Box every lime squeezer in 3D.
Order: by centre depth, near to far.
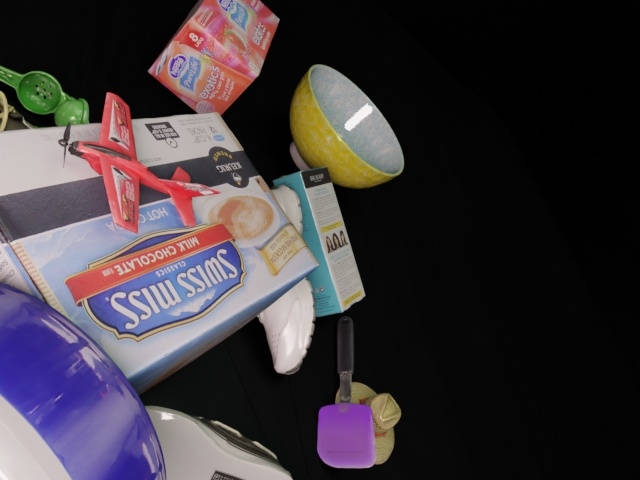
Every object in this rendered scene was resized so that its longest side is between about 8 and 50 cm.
[{"bbox_3d":[-0.349,-0.178,0.778,0.310,0.059,0.110,36,-2,8],"label":"lime squeezer"}]

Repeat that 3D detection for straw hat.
[{"bbox_3d":[0.093,0.275,0.961,0.144,0.061,0.145,36,34,-29],"label":"straw hat"}]

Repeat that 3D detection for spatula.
[{"bbox_3d":[0.039,0.223,0.956,0.296,0.084,0.030,-88,175,-57],"label":"spatula"}]

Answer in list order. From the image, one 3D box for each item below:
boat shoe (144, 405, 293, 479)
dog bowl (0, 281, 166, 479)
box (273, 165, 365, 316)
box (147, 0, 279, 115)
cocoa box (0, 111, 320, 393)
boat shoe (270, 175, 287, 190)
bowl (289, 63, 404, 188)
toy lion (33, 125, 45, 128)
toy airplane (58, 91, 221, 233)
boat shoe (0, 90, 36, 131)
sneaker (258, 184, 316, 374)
[{"bbox_3d":[-0.129,0.243,0.683,0.219,0.078,0.070,36,-1,-22],"label":"boat shoe"},{"bbox_3d":[-0.242,0.160,0.405,0.265,0.265,0.104,50,28,-5],"label":"dog bowl"},{"bbox_3d":[0.000,0.000,1.047,0.100,0.060,0.244,-22,96,-60],"label":"box"},{"bbox_3d":[-0.196,-0.383,1.174,0.154,0.142,0.300,38,33,-22],"label":"box"},{"bbox_3d":[-0.209,0.036,0.617,0.228,0.231,0.347,55,30,5],"label":"cocoa box"},{"bbox_3d":[-0.092,-0.064,1.063,0.072,0.068,0.190,30,35,-14],"label":"boat shoe"},{"bbox_3d":[0.026,-0.212,1.291,0.289,0.156,0.290,36,34,-28],"label":"bowl"},{"bbox_3d":[-0.342,-0.116,0.801,0.096,0.034,0.100,43,30,-2],"label":"toy lion"},{"bbox_3d":[-0.156,-0.060,0.529,0.151,0.028,0.151,34,36,-29],"label":"toy airplane"},{"bbox_3d":[-0.394,-0.128,0.656,0.305,0.091,0.109,29,40,-29],"label":"boat shoe"},{"bbox_3d":[-0.085,0.058,0.920,0.129,0.111,0.297,-3,67,-20],"label":"sneaker"}]
